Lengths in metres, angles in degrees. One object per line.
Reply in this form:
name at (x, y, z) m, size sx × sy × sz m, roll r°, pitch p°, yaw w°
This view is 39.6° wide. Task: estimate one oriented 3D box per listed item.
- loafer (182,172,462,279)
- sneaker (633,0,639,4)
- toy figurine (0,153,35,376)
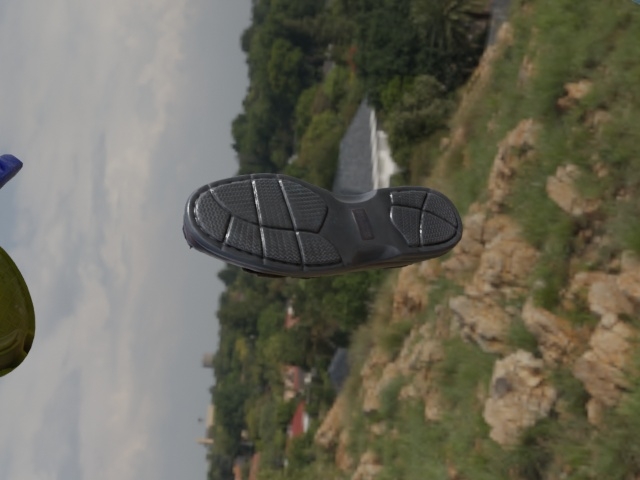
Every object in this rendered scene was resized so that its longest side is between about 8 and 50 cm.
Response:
loafer at (0.000, 0.000, 0.911) m, size 0.095 × 0.303 × 0.109 m, roll 130°, pitch 134°, yaw -54°
sneaker at (0.385, -0.281, 0.888) m, size 0.150 × 0.366 × 0.135 m, roll -22°, pitch 51°, yaw 40°
toy figurine at (-0.313, -0.079, 0.633) m, size 0.217 × 0.191 × 0.362 m, roll -35°, pitch 73°, yaw 52°
